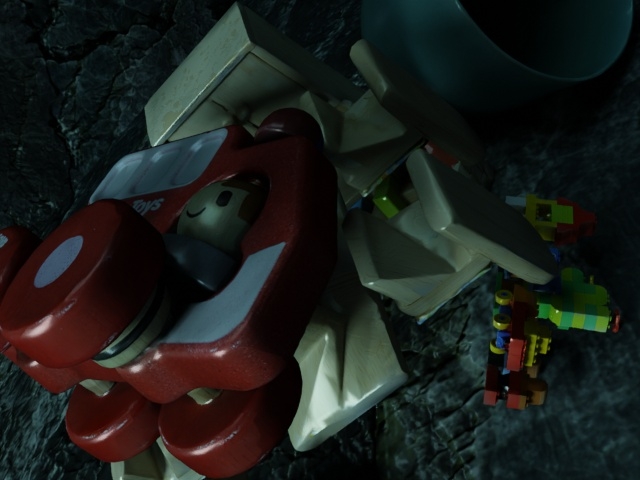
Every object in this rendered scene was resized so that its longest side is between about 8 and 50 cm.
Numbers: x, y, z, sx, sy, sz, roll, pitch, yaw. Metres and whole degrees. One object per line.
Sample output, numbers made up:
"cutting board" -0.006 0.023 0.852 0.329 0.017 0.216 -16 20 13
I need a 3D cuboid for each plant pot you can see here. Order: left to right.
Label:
"plant pot" 0.184 -0.283 0.954 0.235 0.293 0.293 -27 29 58

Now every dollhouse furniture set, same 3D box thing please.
"dollhouse furniture set" 0.000 0.000 0.746 0.362 0.256 0.394 -41 45 25

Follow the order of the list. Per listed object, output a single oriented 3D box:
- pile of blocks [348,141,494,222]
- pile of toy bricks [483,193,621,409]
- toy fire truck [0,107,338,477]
"pile of blocks" 0.054 -0.069 0.999 0.362 0.112 0.149 4 54 55
"pile of toy bricks" 0.203 0.054 0.674 0.105 0.118 0.212 7 35 13
"toy fire truck" -0.108 0.009 0.552 0.302 0.169 0.253 -9 46 43
